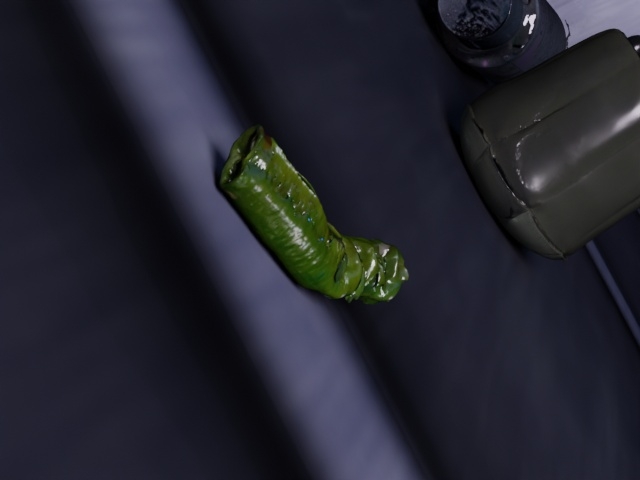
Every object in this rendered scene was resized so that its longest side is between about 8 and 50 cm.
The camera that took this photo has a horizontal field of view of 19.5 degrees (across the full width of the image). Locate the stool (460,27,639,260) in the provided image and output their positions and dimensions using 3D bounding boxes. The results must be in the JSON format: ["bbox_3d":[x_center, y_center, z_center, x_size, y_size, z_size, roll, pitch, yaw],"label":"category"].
[{"bbox_3d":[0.132,-0.050,0.945,0.096,0.110,0.096,54,11,-16],"label":"stool"}]

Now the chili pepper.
[{"bbox_3d":[0.000,0.000,0.485,0.083,0.022,0.027,41,25,-50],"label":"chili pepper"}]

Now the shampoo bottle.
[{"bbox_3d":[0.114,-0.138,1.186,0.072,0.072,0.214,63,12,7],"label":"shampoo bottle"}]
